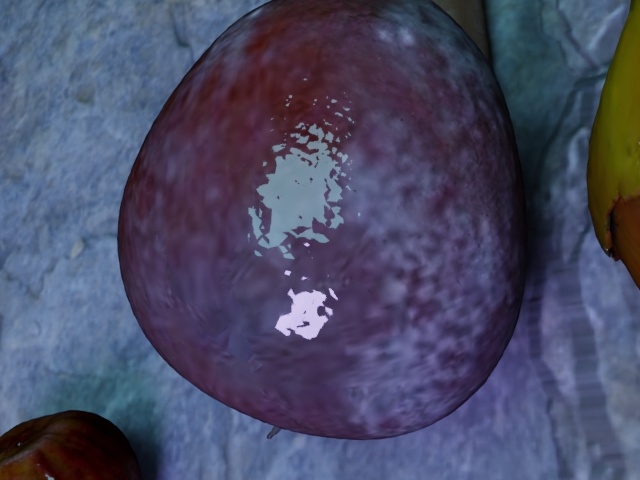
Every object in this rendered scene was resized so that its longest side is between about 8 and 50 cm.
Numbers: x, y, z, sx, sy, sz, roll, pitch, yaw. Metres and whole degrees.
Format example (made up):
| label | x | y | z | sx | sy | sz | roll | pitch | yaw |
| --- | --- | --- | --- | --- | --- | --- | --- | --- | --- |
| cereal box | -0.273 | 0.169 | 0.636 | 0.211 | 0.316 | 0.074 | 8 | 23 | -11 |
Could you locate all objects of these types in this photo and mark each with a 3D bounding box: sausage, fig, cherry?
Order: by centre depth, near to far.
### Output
| label | x | y | z | sx | sy | sz | roll | pitch | yaw |
| --- | --- | --- | --- | --- | --- | --- | --- | --- | --- |
| cherry | 0.000 | 0.000 | 0.633 | 0.236 | 0.213 | 0.285 | 21 | 113 | 12 |
| sausage | 0.089 | -0.115 | 0.730 | 0.043 | 0.043 | 0.186 | -15 | 65 | 28 |
| fig | -0.166 | 0.179 | 0.744 | 0.150 | 0.128 | 0.128 | 32 | 91 | 8 |

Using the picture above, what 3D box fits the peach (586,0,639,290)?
| label | x | y | z | sx | sy | sz | roll | pitch | yaw |
| --- | --- | --- | --- | --- | --- | --- | --- | --- | --- |
| peach | 0.291 | -0.060 | 0.407 | 0.370 | 0.370 | 0.370 | -12 | 67 | 29 |
